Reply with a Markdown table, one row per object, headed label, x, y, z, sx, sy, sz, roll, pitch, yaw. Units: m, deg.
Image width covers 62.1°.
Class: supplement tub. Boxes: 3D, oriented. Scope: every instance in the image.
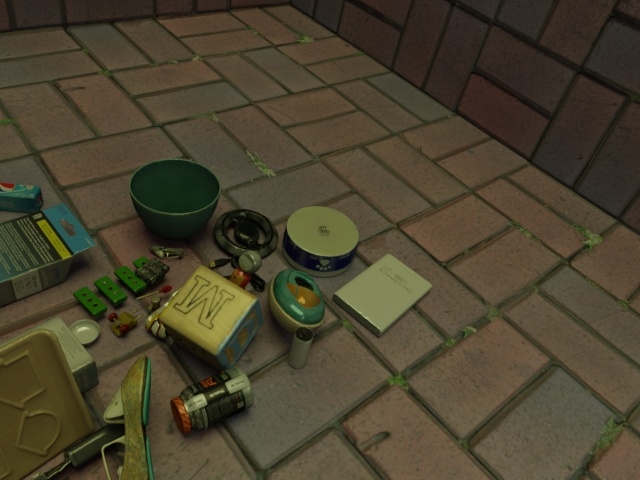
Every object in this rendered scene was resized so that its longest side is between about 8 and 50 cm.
| label | x | y | z | sx | sy | sz | roll | pitch | yaw |
| --- | --- | --- | --- | --- | --- | --- | --- | --- | --- |
| supplement tub | -0.277 | 0.410 | 1.362 | 0.190 | 0.117 | 0.117 | -18 | 51 | -31 |

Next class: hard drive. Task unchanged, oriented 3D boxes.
| label | x | y | z | sx | sy | sz | roll | pitch | yaw |
| --- | --- | --- | --- | --- | --- | --- | --- | --- | --- |
| hard drive | 0.215 | 0.176 | 1.803 | 0.203 | 0.040 | 0.307 | 37 | 47 | 23 |

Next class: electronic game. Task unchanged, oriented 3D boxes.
| label | x | y | z | sx | sy | sz | roll | pitch | yaw |
| --- | --- | --- | --- | --- | --- | --- | --- | --- | --- |
| electronic game | -0.262 | -0.024 | 1.881 | 0.229 | 0.048 | 0.229 | 11 | 48 | -12 |

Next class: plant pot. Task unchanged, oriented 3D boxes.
| label | x | y | z | sx | sy | sz | roll | pitch | yaw |
| --- | --- | --- | --- | --- | --- | --- | --- | --- | --- |
| plant pot | -0.490 | -0.113 | 1.804 | 0.290 | 0.195 | 0.290 | 7 | 43 | -7 |

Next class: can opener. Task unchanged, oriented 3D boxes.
| label | x | y | z | sx | sy | sz | roll | pitch | yaw |
| --- | --- | --- | --- | --- | --- | --- | --- | --- | --- |
| can opener | -0.549 | 0.516 | 1.227 | 0.283 | 0.076 | 0.095 | -28 | 89 | -37 |

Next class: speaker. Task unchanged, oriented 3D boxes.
| label | x | y | z | sx | sy | sz | roll | pitch | yaw |
| --- | --- | --- | --- | --- | --- | --- | --- | --- | --- |
| speaker | -0.058 | 0.307 | 1.517 | 0.055 | 0.136 | 0.055 | 8 | 42 | -7 |

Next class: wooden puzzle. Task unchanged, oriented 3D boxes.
| label | x | y | z | sx | sy | sz | roll | pitch | yaw |
| --- | --- | --- | --- | --- | --- | --- | --- | --- | --- |
| wooden puzzle | -0.707 | 0.388 | 1.142 | 0.347 | 0.322 | 0.080 | -28 | 34 | -35 |

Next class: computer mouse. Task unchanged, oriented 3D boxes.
| label | x | y | z | sx | sy | sz | roll | pitch | yaw |
| --- | --- | --- | --- | --- | --- | --- | --- | --- | --- |
| computer mouse | -0.320 | 0.125 | 1.697 | 0.262 | 0.060 | 0.184 | -24 | 55 | -35 |

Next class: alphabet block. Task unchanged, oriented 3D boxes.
| label | x | y | z | sx | sy | sz | roll | pitch | yaw |
| --- | --- | --- | --- | --- | --- | --- | --- | --- | --- |
| alphabet block | -0.295 | 0.221 | 1.474 | 0.197 | 0.192 | 0.193 | 29 | 63 | 14 |

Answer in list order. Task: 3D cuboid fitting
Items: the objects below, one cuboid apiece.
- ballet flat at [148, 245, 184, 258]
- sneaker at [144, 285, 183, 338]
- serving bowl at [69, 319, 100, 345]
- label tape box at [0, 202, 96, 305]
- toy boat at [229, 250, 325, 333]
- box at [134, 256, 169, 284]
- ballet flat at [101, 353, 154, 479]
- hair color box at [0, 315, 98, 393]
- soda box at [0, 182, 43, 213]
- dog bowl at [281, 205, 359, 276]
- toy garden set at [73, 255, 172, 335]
| label | x | y | z | sx | sy | sz | roll | pitch | yaw |
| --- | --- | --- | --- | --- | --- | --- | --- | --- | --- |
| ballet flat | -0.510 | 0.041 | 1.753 | 0.114 | 0.041 | 0.041 | 5 | 43 | -9 |
| sneaker | -0.427 | 0.215 | 1.571 | 0.084 | 0.070 | 0.185 | 30 | 53 | 14 |
| serving bowl | -0.659 | 0.261 | 1.482 | 0.083 | 0.027 | 0.083 | 8 | 43 | -8 |
| label tape box | -0.883 | 0.041 | 1.599 | 0.333 | 0.106 | 0.240 | -26 | 55 | -36 |
| toy boat | -0.117 | 0.146 | 1.588 | 0.318 | 0.148 | 0.267 | 25 | 21 | -20 |
| box | -0.519 | 0.094 | 1.639 | 0.067 | 0.018 | 0.083 | 27 | 42 | 16 |
| ballet flat | -0.441 | 0.439 | 1.218 | 0.123 | 0.123 | 0.349 | -2 | 71 | -18 |
| hair color box | -0.762 | 0.361 | 1.286 | 0.185 | 0.114 | 0.374 | 38 | 47 | 25 |
| soda box | -1.051 | -0.146 | 1.777 | 0.210 | 0.071 | 0.067 | 5 | 43 | -10 |
| dog bowl | 0.000 | 0.000 | 1.885 | 0.264 | 0.104 | 0.265 | 8 | 43 | -7 |
| toy garden set | -0.569 | 0.170 | 1.593 | 0.203 | 0.049 | 0.244 | 35 | 45 | 24 |
